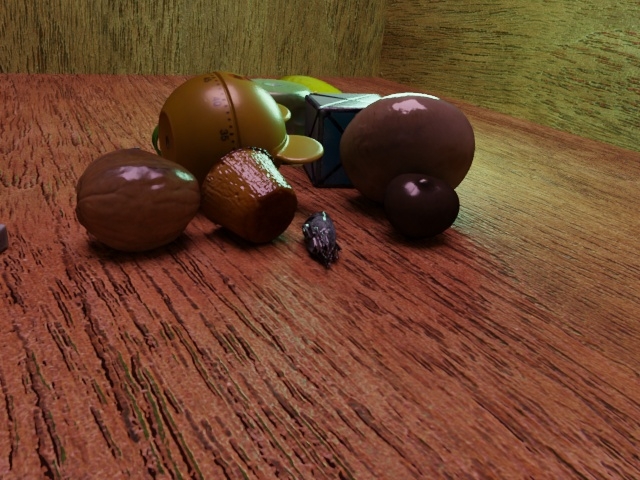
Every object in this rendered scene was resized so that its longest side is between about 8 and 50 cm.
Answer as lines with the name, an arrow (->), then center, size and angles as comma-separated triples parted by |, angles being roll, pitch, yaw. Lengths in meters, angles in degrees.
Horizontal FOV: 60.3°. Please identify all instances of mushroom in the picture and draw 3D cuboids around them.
mushroom -> 0.233, -0.262, 1.500 | 0.363, 0.362, 0.294 | 5, 57, 0

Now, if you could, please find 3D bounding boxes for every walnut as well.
walnut -> -0.386, -0.088, 1.180 | 0.261, 0.224, 0.225 | -9, 27, -40

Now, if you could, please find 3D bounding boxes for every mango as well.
mango -> -0.028, -0.550, 2.277 | 0.445, 0.220, 0.301 | 26, 29, 32

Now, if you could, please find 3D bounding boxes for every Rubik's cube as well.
Rubik's cube -> 0.084, -0.319, 1.743 | 0.261, 0.259, 0.254 | -3, 24, -9

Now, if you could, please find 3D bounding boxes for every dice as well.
dice -> -0.171, -0.415, 1.899 | 0.252, 0.249, 0.254 | -9, 28, -27

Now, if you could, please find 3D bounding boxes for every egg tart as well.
egg tart -> -0.157, -0.095, 1.273 | 0.215, 0.215, 0.171 | -18, 47, -41

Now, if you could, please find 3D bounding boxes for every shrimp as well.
shrimp -> 0.000, 0.000, 1.231 | 0.090, 0.079, 0.232 | 37, 18, -25

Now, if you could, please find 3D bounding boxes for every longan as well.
longan -> 0.244, -0.085, 1.351 | 0.190, 0.189, 0.189 | 4, 24, -2

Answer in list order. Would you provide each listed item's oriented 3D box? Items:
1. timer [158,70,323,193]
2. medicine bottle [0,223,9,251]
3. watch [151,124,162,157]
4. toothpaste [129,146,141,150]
timer -> -0.218, -0.271, 1.463 | 0.387, 0.375, 0.376 | -11, 29, -24
medicine bottle -> -0.681, 0.009, 1.084 | 0.074, 0.054, 0.118 | 5, 23, -2
watch -> -0.451, -0.305, 1.766 | 0.152, 0.165, 0.131 | -29, 35, -12
toothpaste -> -0.597, -0.286, 1.805 | 0.037, 0.021, 0.140 | -8, 26, -26
